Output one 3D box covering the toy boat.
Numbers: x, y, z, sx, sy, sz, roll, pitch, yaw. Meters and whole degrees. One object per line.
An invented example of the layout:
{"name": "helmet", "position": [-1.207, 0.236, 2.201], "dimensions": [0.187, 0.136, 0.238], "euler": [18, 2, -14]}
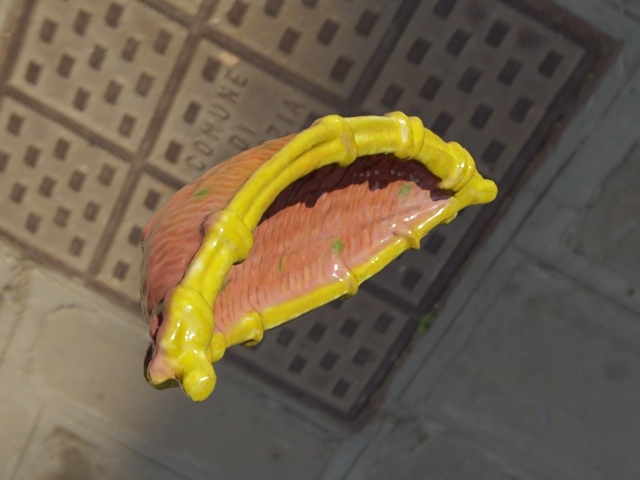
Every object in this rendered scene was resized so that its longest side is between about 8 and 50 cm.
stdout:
{"name": "toy boat", "position": [-0.006, -0.003, 0.569], "dimensions": [0.099, 0.318, 0.141], "euler": [33, 122, 20]}
